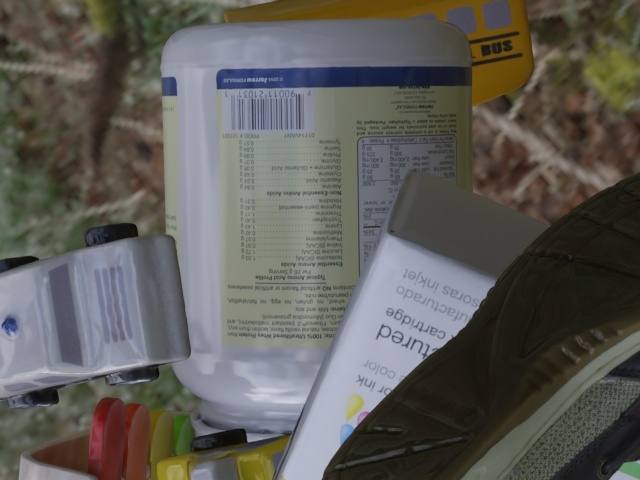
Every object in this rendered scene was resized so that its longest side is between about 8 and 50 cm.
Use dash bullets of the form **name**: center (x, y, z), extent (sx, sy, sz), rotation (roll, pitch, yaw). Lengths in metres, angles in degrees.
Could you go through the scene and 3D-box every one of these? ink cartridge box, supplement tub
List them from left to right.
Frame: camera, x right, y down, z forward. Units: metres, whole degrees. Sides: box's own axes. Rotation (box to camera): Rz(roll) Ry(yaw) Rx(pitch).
- **supplement tub**: center (0.000, 0.000, 1.484), extent (0.235, 0.235, 0.324), rotation (2, 95, 36)
- **ink cartridge box**: center (0.079, 0.136, 0.997), extent (0.201, 0.117, 0.278), rotation (23, 111, 1)

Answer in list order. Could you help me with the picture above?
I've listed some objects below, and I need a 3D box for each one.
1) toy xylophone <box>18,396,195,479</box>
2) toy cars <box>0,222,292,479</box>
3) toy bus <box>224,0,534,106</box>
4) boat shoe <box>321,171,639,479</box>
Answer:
- **toy xylophone**: center (-0.147, 0.177, 1.491), extent (0.081, 0.323, 0.236), rotation (7, 103, 17)
- **toy cars**: center (-0.105, 0.103, 1.189), extent (0.394, 0.087, 0.176), rotation (35, 112, 33)
- **toy bus**: center (0.022, -0.160, 1.800), extent (0.333, 0.108, 0.130), rotation (-12, 109, -2)
- **boat shoe**: center (0.097, 0.053, 0.748), extent (0.080, 0.223, 0.073), rotation (28, 152, 51)
